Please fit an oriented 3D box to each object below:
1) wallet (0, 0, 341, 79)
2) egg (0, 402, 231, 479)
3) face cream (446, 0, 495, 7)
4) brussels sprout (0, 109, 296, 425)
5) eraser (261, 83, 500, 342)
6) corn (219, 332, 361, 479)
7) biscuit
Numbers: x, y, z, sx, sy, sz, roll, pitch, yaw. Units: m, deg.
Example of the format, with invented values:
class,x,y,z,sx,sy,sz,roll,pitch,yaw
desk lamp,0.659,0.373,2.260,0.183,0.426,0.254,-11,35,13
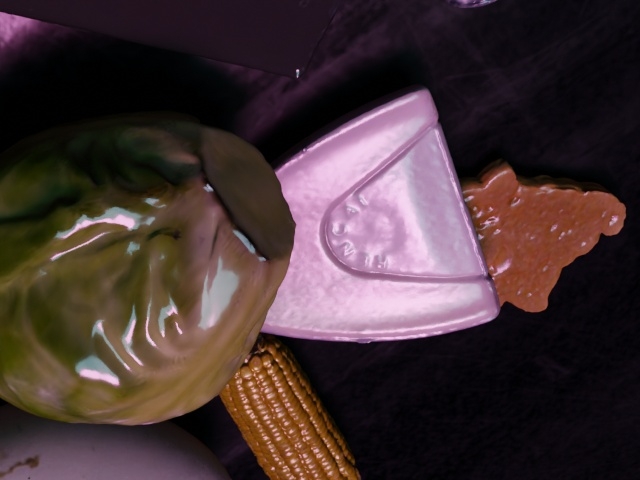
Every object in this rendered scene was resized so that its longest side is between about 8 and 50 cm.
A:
class,x,y,z,sx,sy,sz,roll,pitch,yaw
wallet,-0.114,-0.185,0.778,0.285,0.030,0.146,8,140,-23
egg,-0.192,0.220,0.967,0.264,0.183,0.182,10,121,-30
face cream,0.075,-0.288,0.751,0.144,0.071,0.291,-20,127,3
brussels sprout,-0.143,0.018,0.826,0.244,0.244,0.244,-8,126,-11
eraser,0.000,-0.001,0.935,0.243,0.059,0.204,-16,114,11
corn,-0.029,0.165,1.043,0.080,0.080,0.238,-26,125,3
biscuit,0.139,0.005,1.004,0.250,0.035,0.162,-15,122,-6
